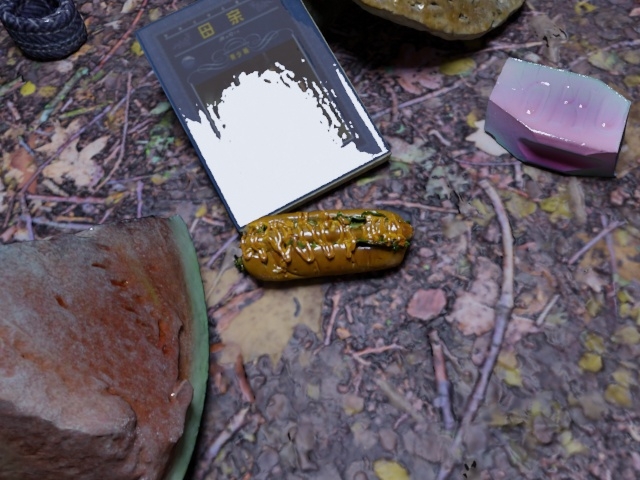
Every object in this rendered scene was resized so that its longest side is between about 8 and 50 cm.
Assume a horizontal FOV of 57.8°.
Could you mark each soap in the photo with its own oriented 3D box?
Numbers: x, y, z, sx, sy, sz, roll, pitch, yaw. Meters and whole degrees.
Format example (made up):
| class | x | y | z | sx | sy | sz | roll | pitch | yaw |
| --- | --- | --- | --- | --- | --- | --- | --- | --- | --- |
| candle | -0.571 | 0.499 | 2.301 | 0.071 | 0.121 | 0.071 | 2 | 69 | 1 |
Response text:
| class | x | y | z | sx | sy | sz | roll | pitch | yaw |
| --- | --- | --- | --- | --- | --- | --- | --- | --- | --- |
| soap | 0.255 | -0.129 | 0.620 | 0.149 | 0.056 | 0.100 | 22 | 69 | 18 |

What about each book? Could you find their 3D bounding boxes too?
| class | x | y | z | sx | sy | sz | roll | pitch | yaw |
| --- | --- | --- | --- | --- | --- | --- | --- | --- | --- |
| book | -0.067 | -0.165 | 0.653 | 0.191 | 0.025 | 0.269 | -27 | 80 | -7 |

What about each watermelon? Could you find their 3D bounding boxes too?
| class | x | y | z | sx | sy | sz | roll | pitch | yaw |
| --- | --- | --- | --- | --- | --- | --- | --- | --- | --- |
| watermelon | -0.259 | 0.108 | 0.464 | 0.250 | 0.292 | 0.283 | -35 | 59 | 22 |

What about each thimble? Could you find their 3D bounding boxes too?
| class | x | y | z | sx | sy | sz | roll | pitch | yaw |
| --- | --- | --- | --- | --- | --- | --- | --- | --- | --- |
| thimble | -0.380 | -0.301 | 0.793 | 0.095 | 0.066 | 0.104 | -37 | 64 | -15 |

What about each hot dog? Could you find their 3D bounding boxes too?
| class | x | y | z | sx | sy | sz | roll | pitch | yaw |
| --- | --- | --- | --- | --- | --- | --- | --- | --- | --- |
| hot dog | 0.000 | 0.000 | 0.584 | 0.188 | 0.055 | 0.072 | -6 | 62 | 3 |

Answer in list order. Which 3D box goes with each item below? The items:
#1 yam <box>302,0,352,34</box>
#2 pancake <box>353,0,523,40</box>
| class | x | y | z | sx | sy | sz | roll | pitch | yaw |
| --- | --- | --- | --- | --- | --- | --- | --- | --- | --- |
| yam | -0.005 | -0.294 | 0.731 | 0.061 | 0.061 | 0.274 | 32 | 75 | 22 |
| pancake | 0.100 | -0.402 | 0.702 | 0.387 | 0.082 | 0.387 | 8 | 68 | -20 |
